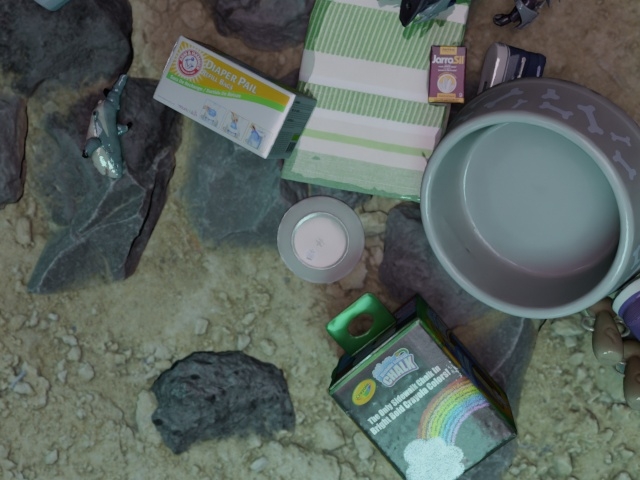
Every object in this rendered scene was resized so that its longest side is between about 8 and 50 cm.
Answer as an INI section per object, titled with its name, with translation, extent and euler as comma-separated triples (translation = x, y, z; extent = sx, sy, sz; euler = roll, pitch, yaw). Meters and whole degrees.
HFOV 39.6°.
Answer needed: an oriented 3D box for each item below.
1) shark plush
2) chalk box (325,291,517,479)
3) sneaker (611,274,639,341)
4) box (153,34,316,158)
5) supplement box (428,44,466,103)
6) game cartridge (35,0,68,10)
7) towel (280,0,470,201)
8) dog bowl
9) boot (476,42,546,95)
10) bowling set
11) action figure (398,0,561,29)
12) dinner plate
[shark plush]
translation = -0.334, -0.183, 1.416
extent = 0.067, 0.073, 0.161
euler = 13, 78, -16
[chalk box]
translation = 0.133, 0.208, 1.348
extent = 0.180, 0.179, 0.289
euler = -39, 92, 10
[sneaker]
translation = 0.560, 0.095, 1.248
extent = 0.283, 0.107, 0.124
euler = -17, 54, -13
[box]
translation = -0.128, -0.212, 1.330
extent = 0.203, 0.114, 0.103
euler = 29, 102, 12
[supplement box]
translation = 0.187, -0.244, 1.308
extent = 0.054, 0.043, 0.083
euler = 2, 98, 8
[game cartridge]
translation = -0.446, -0.518, 1.367
extent = 0.198, 0.062, 0.297
euler = -34, 93, 5
[towel]
translation = 0.086, -0.234, 1.363
extent = 0.247, 0.038, 0.325
euler = 11, 100, 4
[dog bowl]
translation = 0.296, -0.046, 1.247
extent = 0.348, 0.102, 0.349
euler = 17, 122, 29
[boot]
translation = 0.277, -0.196, 1.335
extent = 0.086, 0.069, 0.190
euler = 9, 110, -14
[bowling set]
translation = 0.516, 0.185, 1.342
extent = 0.286, 0.154, 0.200
euler = 9, 130, 2
[action figure]
translation = 0.226, -0.385, 1.274
extent = 0.284, 0.099, 0.185
euler = -18, 65, -20
[dinner plate]
translation = 0.000, 0.000, 1.412
extent = 0.141, 0.017, 0.141
euler = 1, 99, 7
